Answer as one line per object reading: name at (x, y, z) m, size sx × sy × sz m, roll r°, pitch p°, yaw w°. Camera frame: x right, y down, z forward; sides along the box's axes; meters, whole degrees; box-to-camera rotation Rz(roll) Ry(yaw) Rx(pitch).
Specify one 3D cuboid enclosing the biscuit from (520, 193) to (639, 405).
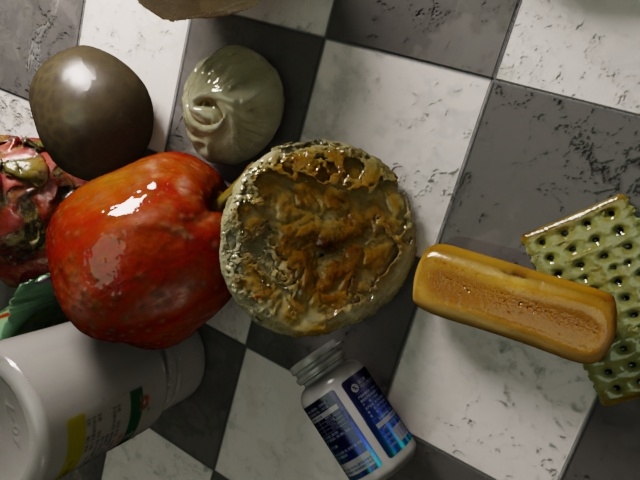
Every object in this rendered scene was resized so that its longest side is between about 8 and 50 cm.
biscuit at (0.349, 0.073, 0.687) m, size 0.139 × 0.016 × 0.232 m, roll -27°, pitch 83°, yaw 30°

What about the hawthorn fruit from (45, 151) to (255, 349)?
hawthorn fruit at (-0.217, -0.007, 0.835) m, size 0.330 × 0.287 × 0.287 m, roll -36°, pitch 79°, yaw 11°

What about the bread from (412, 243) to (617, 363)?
bread at (0.232, 0.074, 0.707) m, size 0.239 × 0.074 × 0.093 m, roll 18°, pitch 97°, yaw 31°

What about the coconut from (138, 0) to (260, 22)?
coconut at (-0.170, -0.410, 0.753) m, size 0.244 × 0.245 × 0.248 m, roll -20°, pitch 46°, yaw 29°

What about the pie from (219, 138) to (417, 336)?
pie at (0.000, 0.000, 0.768) m, size 0.274 × 0.055 × 0.275 m, roll -1°, pitch 93°, yaw -12°

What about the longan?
longan at (-0.365, -0.205, 0.939) m, size 0.198 × 0.198 × 0.213 m, roll -28°, pitch 78°, yaw 28°

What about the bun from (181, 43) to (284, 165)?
bun at (-0.147, -0.205, 0.867) m, size 0.183 × 0.102 × 0.184 m, roll 2°, pitch 95°, yaw 29°

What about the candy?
candy at (-0.482, 0.167, 1.007) m, size 0.398 × 0.263 × 0.172 m, roll -39°, pitch 88°, yaw 27°

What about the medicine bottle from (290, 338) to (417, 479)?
medicine bottle at (0.041, 0.241, 0.821) m, size 0.107 × 0.107 × 0.192 m, roll -41°, pitch 77°, yaw 26°

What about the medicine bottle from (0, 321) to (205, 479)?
medicine bottle at (-0.351, 0.221, 0.896) m, size 0.208 × 0.339 × 0.209 m, roll 4°, pitch 98°, yaw 28°

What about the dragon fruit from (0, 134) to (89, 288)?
dragon fruit at (-0.604, -0.050, 1.041) m, size 0.314 × 0.263 × 0.297 m, roll -2°, pitch 97°, yaw 28°
